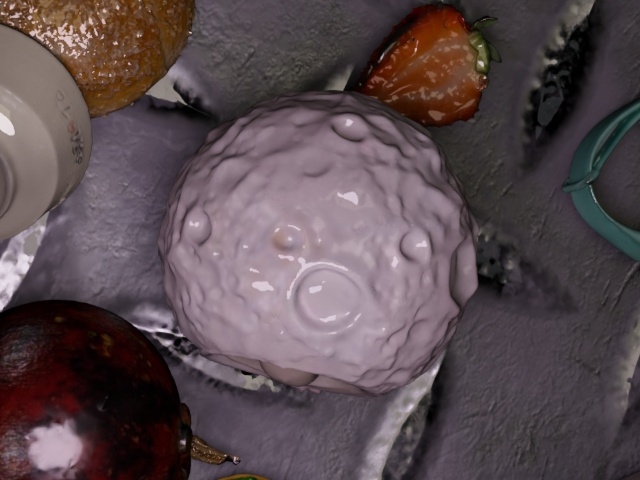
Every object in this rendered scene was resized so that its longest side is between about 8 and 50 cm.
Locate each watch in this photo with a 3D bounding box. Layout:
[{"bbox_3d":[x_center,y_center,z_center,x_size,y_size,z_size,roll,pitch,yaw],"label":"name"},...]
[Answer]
[{"bbox_3d":[0.409,-0.079,1.847,0.237,0.068,0.195,-23,94,-17],"label":"watch"}]

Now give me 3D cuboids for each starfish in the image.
[{"bbox_3d":[-0.153,0.231,1.678,0.130,0.041,0.133,13,86,-6],"label":"starfish"}]

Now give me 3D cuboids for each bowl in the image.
[{"bbox_3d":[-0.355,-0.092,1.525,0.237,0.126,0.238,2,121,3],"label":"bowl"}]

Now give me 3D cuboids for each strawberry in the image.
[{"bbox_3d":[0.120,-0.192,1.754,0.140,0.085,0.192,34,80,-14],"label":"strawberry"}]

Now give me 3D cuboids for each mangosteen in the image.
[{"bbox_3d":[-0.280,0.202,1.526,0.311,0.311,0.311,1,88,-17],"label":"mangosteen"}]

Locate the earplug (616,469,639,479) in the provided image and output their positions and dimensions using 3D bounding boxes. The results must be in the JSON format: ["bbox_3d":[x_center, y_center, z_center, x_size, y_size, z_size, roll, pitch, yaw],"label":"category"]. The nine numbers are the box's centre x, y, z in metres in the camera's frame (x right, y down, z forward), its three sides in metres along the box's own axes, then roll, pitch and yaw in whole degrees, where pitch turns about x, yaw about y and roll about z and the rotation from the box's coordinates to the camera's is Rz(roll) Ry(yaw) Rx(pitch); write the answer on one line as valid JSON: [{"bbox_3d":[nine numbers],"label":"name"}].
[{"bbox_3d":[0.447,0.484,1.714,0.312,0.312,0.394,-39,100,-14],"label":"earplug"}]

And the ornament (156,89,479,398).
[{"bbox_3d":[0.000,0.000,1.587,0.337,0.337,0.337,1,88,-17],"label":"ornament"}]

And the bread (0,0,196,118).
[{"bbox_3d":[-0.273,-0.277,1.601,0.305,0.159,0.306,1,86,-16],"label":"bread"}]

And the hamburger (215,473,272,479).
[{"bbox_3d":[-0.080,0.334,1.659,0.162,0.115,0.162,0,88,-15],"label":"hamburger"}]
